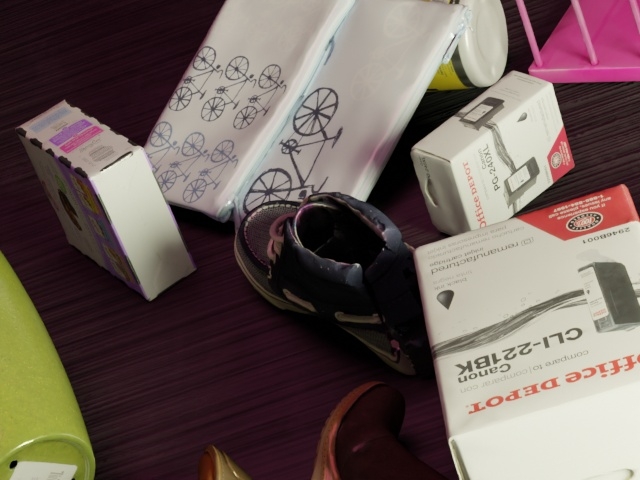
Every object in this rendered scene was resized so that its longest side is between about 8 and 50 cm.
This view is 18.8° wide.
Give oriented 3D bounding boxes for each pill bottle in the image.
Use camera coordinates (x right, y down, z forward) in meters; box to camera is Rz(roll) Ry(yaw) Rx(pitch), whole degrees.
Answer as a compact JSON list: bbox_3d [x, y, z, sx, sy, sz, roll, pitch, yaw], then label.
[{"bbox_3d":[0.098,-0.226,2.200,0.208,0.119,0.119,-2,37,29],"label":"pill bottle"}]

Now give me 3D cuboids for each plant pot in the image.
[{"bbox_3d":[-0.345,0.152,1.810,0.275,0.275,0.293,-35,50,-20],"label":"plant pot"}]

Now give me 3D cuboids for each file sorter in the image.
[{"bbox_3d":[0.371,-0.302,2.086,0.290,0.182,0.202,2,40,33],"label":"file sorter"}]

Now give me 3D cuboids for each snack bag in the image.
[{"bbox_3d":[-0.033,-0.151,2.131,0.342,0.037,0.323,18,72,41],"label":"snack bag"}]

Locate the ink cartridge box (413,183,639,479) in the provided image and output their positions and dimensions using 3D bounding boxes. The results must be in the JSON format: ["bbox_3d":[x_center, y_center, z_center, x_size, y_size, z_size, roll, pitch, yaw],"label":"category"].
[{"bbox_3d":[0.194,0.094,1.572,0.197,0.114,0.273,-17,33,7],"label":"ink cartridge box"}]

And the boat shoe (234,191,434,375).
[{"bbox_3d":[0.000,0.000,1.866,0.127,0.158,0.340,-47,39,-14],"label":"boat shoe"}]

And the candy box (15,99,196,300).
[{"bbox_3d":[-0.234,-0.046,2.091,0.070,0.165,0.196,-34,34,-19],"label":"candy box"}]

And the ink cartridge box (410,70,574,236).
[{"bbox_3d":[0.175,-0.083,1.949,0.150,0.109,0.063,-38,38,-24],"label":"ink cartridge box"}]

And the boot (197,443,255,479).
[{"bbox_3d":[-0.114,0.260,1.657,0.152,0.073,0.197,-47,13,-1],"label":"boot"}]

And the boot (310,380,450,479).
[{"bbox_3d":[0.090,0.221,1.602,0.207,0.090,0.248,7,39,20],"label":"boot"}]
